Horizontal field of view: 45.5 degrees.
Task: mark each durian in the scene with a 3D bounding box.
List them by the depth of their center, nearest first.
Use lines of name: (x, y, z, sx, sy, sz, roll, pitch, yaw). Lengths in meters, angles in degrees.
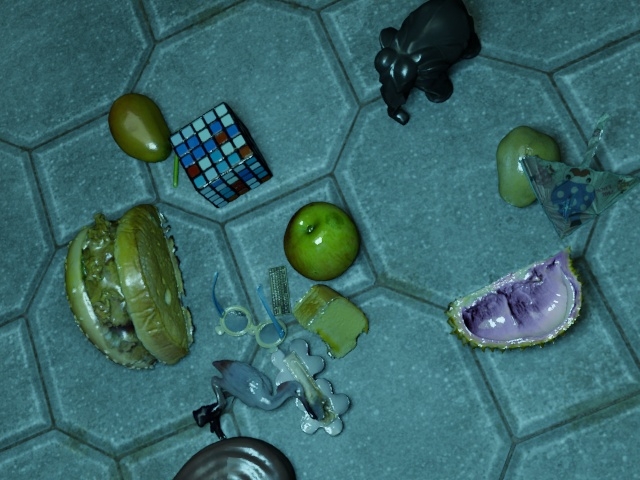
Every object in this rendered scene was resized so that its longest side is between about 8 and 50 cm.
durian: (0.467, 0.166, 1.784, 0.341, 0.112, 0.191, -29, 80, 13)

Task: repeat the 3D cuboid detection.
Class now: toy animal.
toy animal: (-0.164, 0.372, 1.880, 0.324, 0.090, 0.195, -17, 73, 20)

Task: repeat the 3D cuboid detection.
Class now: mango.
mango: (-0.504, -0.307, 2.126, 0.151, 0.120, 0.221, -27, 79, 4)

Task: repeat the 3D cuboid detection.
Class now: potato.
potato: (0.494, -0.177, 1.852, 0.157, 0.157, 0.194, 22, 97, 18)

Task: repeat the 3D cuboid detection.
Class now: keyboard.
keyboard: (-0.106, 0.130, 1.971, 0.049, 0.015, 0.129, -10, 74, 11)

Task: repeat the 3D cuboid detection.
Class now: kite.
kite: (0.613, -0.150, 1.802, 0.335, 0.011, 0.314, 10, 106, -16)

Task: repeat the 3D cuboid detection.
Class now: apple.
apple: (0.000, 0.000, 1.897, 0.196, 0.196, 0.196, -3, 75, 12)

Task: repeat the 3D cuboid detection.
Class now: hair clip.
hair clip: (-0.030, 0.362, 1.867, 0.146, 0.075, 0.257, -41, 62, 17)

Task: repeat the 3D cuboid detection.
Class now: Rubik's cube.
Rubik's cube: (-0.259, -0.219, 2.011, 0.182, 0.187, 0.184, -31, 73, 3)

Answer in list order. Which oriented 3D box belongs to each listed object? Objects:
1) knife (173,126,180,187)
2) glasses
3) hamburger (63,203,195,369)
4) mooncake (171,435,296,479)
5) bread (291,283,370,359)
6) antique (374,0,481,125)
knife: (-0.404, -0.235, 2.135, 0.026, 0.022, 0.184, 2, 74, -12)
glasses: (-0.176, 0.157, 1.896, 0.189, 0.221, 0.088, 17, 43, 21)
hamburger: (-0.516, 0.104, 1.938, 0.268, 0.287, 0.445, -19, 70, 10)
mooncake: (-0.214, 0.633, 1.784, 0.326, 0.174, 0.334, -10, 72, 8)
bread: (0.028, 0.199, 1.904, 0.140, 0.169, 0.160, -47, 111, -1)
antique: (0.260, -0.466, 1.920, 0.185, 0.255, 0.322, 37, 88, 17)
